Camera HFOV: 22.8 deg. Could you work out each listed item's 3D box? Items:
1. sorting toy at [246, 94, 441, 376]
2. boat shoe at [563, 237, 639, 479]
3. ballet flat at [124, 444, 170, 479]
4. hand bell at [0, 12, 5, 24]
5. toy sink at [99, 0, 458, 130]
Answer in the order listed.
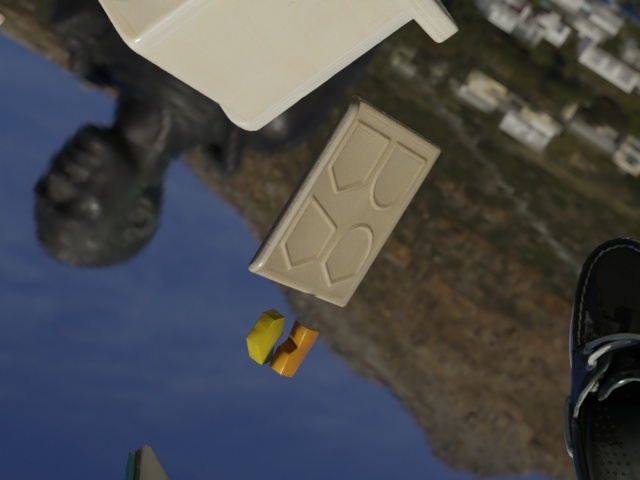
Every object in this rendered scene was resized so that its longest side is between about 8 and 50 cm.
[{"bbox_3d":[0.000,0.000,1.714,0.041,0.307,0.229,34,-174,29],"label":"sorting toy"},{"bbox_3d":[0.225,0.116,1.095,0.091,0.114,0.302,52,-154,-52],"label":"boat shoe"},{"bbox_3d":[-0.187,0.426,1.837,0.139,0.139,0.400,25,-134,-23],"label":"ballet flat"},{"bbox_3d":[-0.407,-0.126,1.591,0.126,0.242,0.126,14,177,1],"label":"hand bell"},{"bbox_3d":[-0.044,-0.160,0.845,0.152,0.131,0.234,58,-168,17],"label":"toy sink"}]
